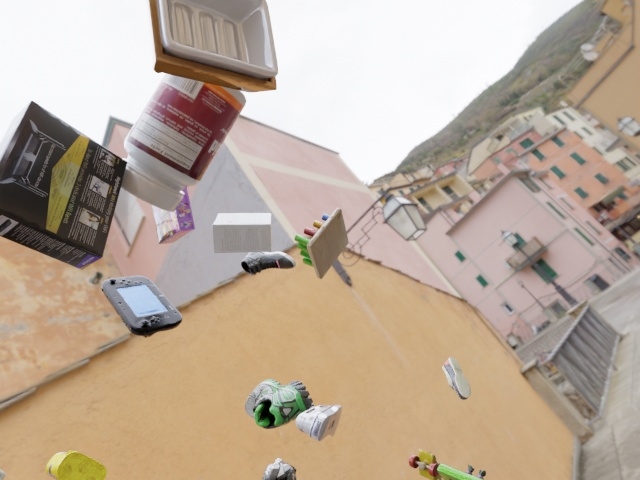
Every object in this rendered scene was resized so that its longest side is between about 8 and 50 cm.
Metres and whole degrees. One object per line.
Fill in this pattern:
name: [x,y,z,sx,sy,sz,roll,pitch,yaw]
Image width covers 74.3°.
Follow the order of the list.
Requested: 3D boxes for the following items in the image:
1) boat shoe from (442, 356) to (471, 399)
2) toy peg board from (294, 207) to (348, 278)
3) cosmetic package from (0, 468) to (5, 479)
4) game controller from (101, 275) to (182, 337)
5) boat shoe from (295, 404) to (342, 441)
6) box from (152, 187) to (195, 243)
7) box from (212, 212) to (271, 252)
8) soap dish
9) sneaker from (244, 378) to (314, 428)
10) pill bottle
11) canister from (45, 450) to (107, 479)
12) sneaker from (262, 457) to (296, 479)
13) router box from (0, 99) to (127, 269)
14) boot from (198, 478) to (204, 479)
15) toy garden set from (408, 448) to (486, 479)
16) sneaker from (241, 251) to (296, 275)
boat shoe: [0.365,0.377,1.143,0.049,0.137,0.043,27,-65,-17]
toy peg board: [0.000,0.000,1.265,0.160,0.079,0.161,-52,-32,-27]
cosmetic package: [-1.078,0.556,0.989,0.327,0.394,0.329,-54,-42,-40]
game controller: [-0.595,0.207,1.403,0.167,0.319,0.067,-16,-52,-41]
boat shoe: [0.000,0.511,1.219,0.258,0.084,0.095,56,-128,-64]
box: [-0.516,-0.151,1.434,0.057,0.293,0.201,-7,-9,-41]
box: [-0.238,-0.025,1.307,0.171,0.130,0.090,-1,-71,-5]
soap dish: [-0.241,-0.456,0.931,0.291,0.228,0.118,-3,-9,-43]
sneaker: [-0.171,0.530,1.366,0.146,0.134,0.344,-16,-12,-37]
pill bottle: [-0.398,-0.292,1.187,0.392,0.224,0.224,-58,-25,2]
canister: [-0.680,0.638,1.170,0.170,0.126,0.073,-27,28,44]
sneaker: [-0.140,0.840,1.501,0.234,0.106,0.078,51,-128,-74]
router box: [-0.585,-0.122,0.940,0.081,0.308,0.243,-26,-41,25]
boot: [-0.271,0.690,1.068,0.090,0.206,0.248,-5,12,12]
toy garden set: [0.324,0.556,0.919,0.049,0.244,0.204,-45,21,-32]
sneaker: [-0.274,0.128,2.153,0.147,0.296,0.104,-51,-39,-44]
